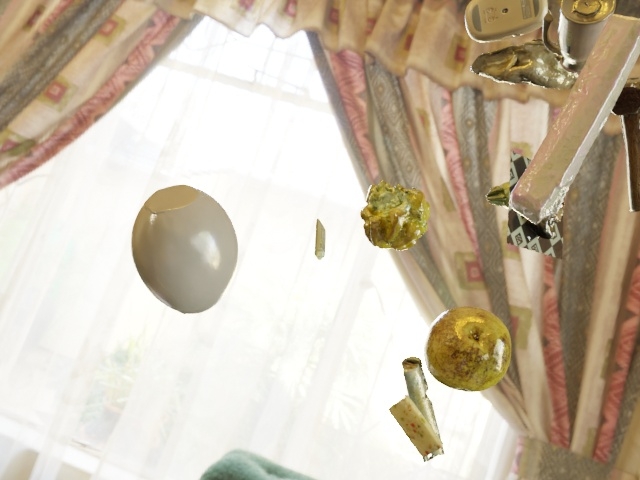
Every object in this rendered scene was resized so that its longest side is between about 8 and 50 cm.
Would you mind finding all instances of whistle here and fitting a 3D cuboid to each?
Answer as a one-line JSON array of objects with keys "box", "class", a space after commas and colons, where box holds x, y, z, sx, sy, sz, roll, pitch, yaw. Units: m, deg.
[{"box": [0.274, 0.462, 1.567, 0.068, 0.326, 0.057, -21, 21, -15], "class": "whistle"}]

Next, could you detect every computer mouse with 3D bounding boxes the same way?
[{"box": [0.544, -0.663, 1.697, 0.237, 0.145, 0.082, -10, 5, 23], "class": "computer mouse"}]

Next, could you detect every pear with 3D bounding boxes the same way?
[{"box": [0.333, 0.243, 1.300, 0.197, 0.197, 0.197, 19, -8, 3], "class": "pear"}]

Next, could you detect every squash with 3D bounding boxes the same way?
[{"box": [0.489, -0.119, 1.511, 0.132, 0.105, 0.105, 6, -7, -3], "class": "squash"}]

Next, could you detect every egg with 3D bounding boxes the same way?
[{"box": [-0.227, 0.022, 0.988, 0.176, 0.176, 0.232, 17, -52, 19], "class": "egg"}]

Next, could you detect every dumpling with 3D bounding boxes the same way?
[{"box": [0.573, -0.451, 1.546, 0.332, 0.086, 0.166, 9, -15, 9], "class": "dumpling"}]

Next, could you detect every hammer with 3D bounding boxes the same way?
[{"box": [0.907, -0.265, 1.670, 0.095, 0.408, 0.242, -24, 21, -25], "class": "hammer"}]

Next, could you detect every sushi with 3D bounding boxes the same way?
[{"box": [0.529, -0.082, 1.362, 0.231, 0.219, 0.047, 13, -12, -36], "class": "sushi"}]

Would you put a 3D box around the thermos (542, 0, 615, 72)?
[{"box": [0.558, -0.456, 1.280, 0.137, 0.105, 0.193, 25, -12, 23], "class": "thermos"}]

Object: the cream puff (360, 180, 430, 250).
[{"box": [0.209, -0.055, 1.673, 0.195, 0.194, 0.221, 26, -5, -39], "class": "cream puff"}]

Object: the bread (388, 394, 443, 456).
[{"box": [0.240, 0.471, 1.477, 0.153, 0.068, 0.028, 54, 30, 14], "class": "bread"}]

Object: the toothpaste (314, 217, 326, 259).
[{"box": [0.000, 0.000, 1.611, 0.048, 0.029, 0.197, 55, 18, -24], "class": "toothpaste"}]

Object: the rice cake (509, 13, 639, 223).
[{"box": [0.414, -0.196, 0.920, 0.073, 0.365, 0.056, 34, 11, 37], "class": "rice cake"}]
